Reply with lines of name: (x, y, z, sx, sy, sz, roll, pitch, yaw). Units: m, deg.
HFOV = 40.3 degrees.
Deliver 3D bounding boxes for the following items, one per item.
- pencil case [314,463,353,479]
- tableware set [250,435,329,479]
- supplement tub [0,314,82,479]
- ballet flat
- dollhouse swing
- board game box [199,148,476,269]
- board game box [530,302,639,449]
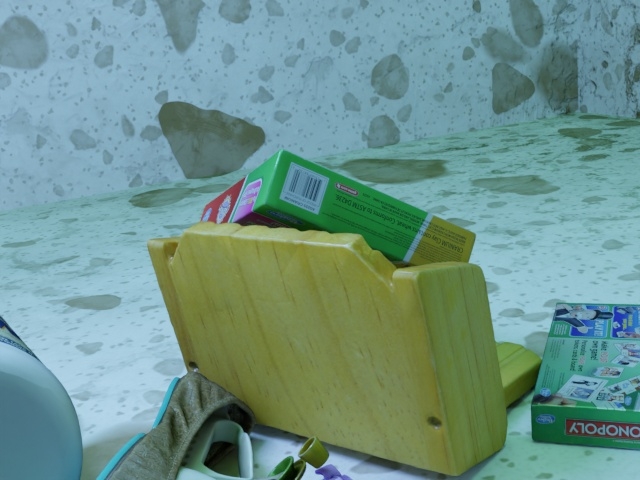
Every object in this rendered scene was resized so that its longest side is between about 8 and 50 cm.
pencil case: (0.072, 0.246, 0.677, 0.206, 0.088, 0.086, 7, 11, 41)
tableware set: (-0.051, 0.226, 0.723, 0.154, 0.024, 0.104, -47, 6, -15)
supplement tub: (-0.385, 0.171, 0.841, 0.235, 0.236, 0.324, -14, 18, -29)
ballet flat: (-0.129, 0.228, 0.829, 0.124, 0.116, 0.342, 15, 13, 4)
dollhouse swing: (0.060, 0.072, 1.002, 0.346, 0.315, 0.305, 6, 30, 38)
board game box: (0.000, 0.000, 1.051, 0.242, 0.064, 0.316, 22, -16, -17)
board game box: (0.370, 0.147, 1.016, 0.213, 0.046, 0.317, 1, 16, 20)
